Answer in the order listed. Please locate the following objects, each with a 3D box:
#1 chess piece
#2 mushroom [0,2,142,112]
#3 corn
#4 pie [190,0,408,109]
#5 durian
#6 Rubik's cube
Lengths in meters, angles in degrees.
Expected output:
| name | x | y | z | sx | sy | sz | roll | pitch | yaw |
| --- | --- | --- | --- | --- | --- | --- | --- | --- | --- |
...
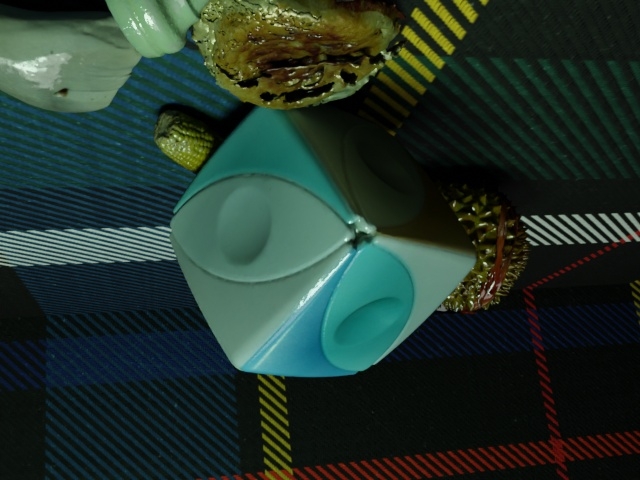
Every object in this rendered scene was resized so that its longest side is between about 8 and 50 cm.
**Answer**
| name | x | y | z | sx | sy | sz | roll | pitch | yaw |
| --- | --- | --- | --- | --- | --- | --- | --- | --- | --- |
| chess piece | -0.092 | -0.304 | 0.763 | 0.272 | 0.139 | 0.139 | -20 | 161 | 7 |
| mushroom | -0.381 | -0.246 | 0.867 | 0.329 | 0.122 | 0.159 | 6 | 122 | -38 |
| corn | -0.181 | -0.143 | 1.276 | 0.097 | 0.097 | 0.320 | -14 | 160 | 24 |
| pie | -0.033 | -0.258 | 0.961 | 0.308 | 0.085 | 0.308 | -6 | 164 | -2 |
| durian | 0.282 | 0.014 | 1.601 | 0.384 | 0.347 | 0.347 | -10 | 165 | -17 |
| Rubik's cube | 0.000 | 0.000 | 1.209 | 0.347 | 0.352 | 0.351 | 11 | 132 | -47 |
